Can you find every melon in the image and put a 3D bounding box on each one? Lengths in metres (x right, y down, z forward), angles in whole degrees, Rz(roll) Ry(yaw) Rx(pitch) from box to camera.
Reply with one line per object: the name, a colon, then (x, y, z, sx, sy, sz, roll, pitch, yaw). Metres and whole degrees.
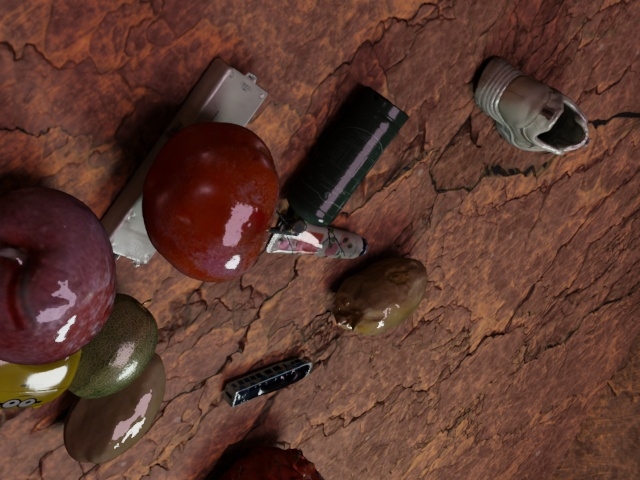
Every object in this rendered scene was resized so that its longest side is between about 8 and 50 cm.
melon: (-0.331, 0.162, 1.634, 0.192, 0.139, 0.139, -50, 146, 2)

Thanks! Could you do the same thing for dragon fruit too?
dragon fruit: (-0.106, 0.553, 2.174, 0.241, 0.241, 0.252, 26, 87, -55)

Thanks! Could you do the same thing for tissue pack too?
tissue pack: (-0.455, 0.180, 1.524, 0.178, 0.123, 0.127, 8, 123, -51)

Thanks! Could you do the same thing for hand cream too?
hand cream: (0.000, 0.000, 1.942, 0.234, 0.050, 0.080, 8, 120, -44)

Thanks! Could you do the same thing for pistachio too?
pistachio: (-0.344, 0.278, 1.748, 0.226, 0.136, 0.136, -57, 146, -1)

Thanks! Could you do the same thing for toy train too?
toy train: (-0.102, 0.280, 2.081, 0.207, 0.047, 0.043, -15, 134, -41)

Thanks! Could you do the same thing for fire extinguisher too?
fire extinguisher: (0.021, -0.123, 1.807, 0.114, 0.095, 0.311, 33, 95, -18)

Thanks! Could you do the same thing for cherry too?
cherry: (-0.387, 0.047, 1.398, 0.236, 0.213, 0.285, -51, 161, -5)

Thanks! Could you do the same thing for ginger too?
ginger: (0.133, 0.112, 2.112, 0.267, 0.138, 0.152, -15, 138, -47)

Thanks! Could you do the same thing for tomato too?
tomato: (-0.163, -0.054, 1.487, 0.189, 0.232, 0.232, 15, 116, -11)

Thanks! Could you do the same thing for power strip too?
power strip: (-0.219, -0.112, 1.586, 0.367, 0.043, 0.106, -54, 144, 5)

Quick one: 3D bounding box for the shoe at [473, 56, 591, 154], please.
shoe: (0.455, -0.232, 2.081, 0.132, 0.210, 0.342, -55, 146, 7)
